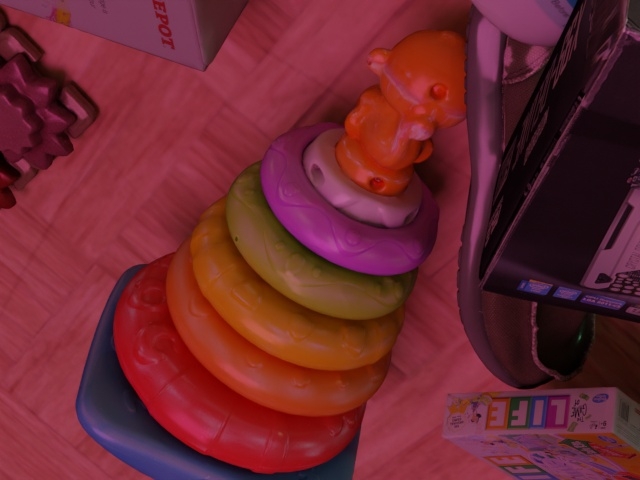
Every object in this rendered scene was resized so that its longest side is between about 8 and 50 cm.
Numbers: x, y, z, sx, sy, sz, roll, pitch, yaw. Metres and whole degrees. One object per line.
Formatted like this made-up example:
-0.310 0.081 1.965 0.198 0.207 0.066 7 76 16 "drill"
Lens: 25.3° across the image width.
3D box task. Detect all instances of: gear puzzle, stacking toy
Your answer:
-0.300 -0.061 0.979 0.175 0.044 0.339 46 135 -10 "gear puzzle"
0.000 0.000 0.788 0.175 0.166 0.302 25 126 -10 "stacking toy"

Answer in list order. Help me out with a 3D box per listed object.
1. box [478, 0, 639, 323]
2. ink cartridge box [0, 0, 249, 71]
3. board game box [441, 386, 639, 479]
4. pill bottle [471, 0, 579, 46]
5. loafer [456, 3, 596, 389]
0.235 -0.018 0.544 0.307 0.077 0.242 13 159 0 "box"
-0.126 -0.174 0.737 0.175 0.072 0.127 20 150 15 "ink cartridge box"
0.153 0.122 0.815 0.103 0.026 0.154 -7 152 36 "board game box"
0.178 -0.164 0.526 0.264 0.146 0.146 -7 122 36 "pill bottle"
0.124 -0.021 0.717 0.087 0.094 0.251 14 132 27 "loafer"
